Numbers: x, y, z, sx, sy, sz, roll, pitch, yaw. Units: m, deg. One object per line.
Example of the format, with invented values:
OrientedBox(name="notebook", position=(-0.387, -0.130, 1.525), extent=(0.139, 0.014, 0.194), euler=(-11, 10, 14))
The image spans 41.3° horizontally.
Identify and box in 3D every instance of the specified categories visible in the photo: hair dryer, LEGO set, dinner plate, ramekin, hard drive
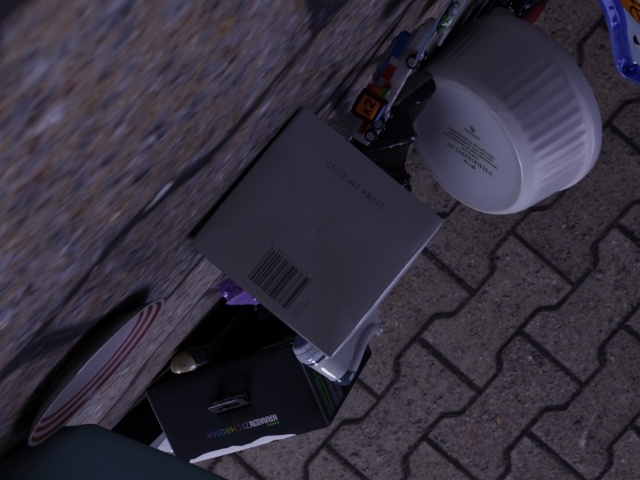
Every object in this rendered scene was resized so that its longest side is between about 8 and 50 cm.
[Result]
OrientedBox(name="hair dryer", position=(0.295, -0.310, 1.266), extent=(0.293, 0.080, 0.224), euler=(-51, 160, 22))
OrientedBox(name="LEGO set", position=(0.080, -0.181, 0.707), extent=(0.244, 0.060, 0.182), euler=(-58, 176, -17))
OrientedBox(name="dinner plate", position=(-0.168, 0.093, 0.629), extent=(0.141, 0.017, 0.141), euler=(-48, 178, -2))
OrientedBox(name="ramekin", position=(0.234, -0.158, 1.155), extent=(0.127, 0.273, 0.273), euler=(-36, 173, -23))
OrientedBox(name="hard drive", position=(-0.334, 0.363, 1.264), extent=(0.237, 0.064, 0.339), euler=(-51, 176, 26))

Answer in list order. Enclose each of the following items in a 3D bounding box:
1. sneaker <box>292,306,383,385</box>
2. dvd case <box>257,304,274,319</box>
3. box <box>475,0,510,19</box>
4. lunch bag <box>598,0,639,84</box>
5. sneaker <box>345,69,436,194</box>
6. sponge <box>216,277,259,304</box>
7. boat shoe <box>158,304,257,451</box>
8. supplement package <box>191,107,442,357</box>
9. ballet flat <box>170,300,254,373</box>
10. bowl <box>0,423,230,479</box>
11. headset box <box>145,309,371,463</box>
OrientedBox(name="sneaker", position=(0.043, 0.096, 1.165), extent=(0.094, 0.091, 0.258), euler=(-29, -161, 41))
OrientedBox(name="dvd case", position=(-0.020, 0.071, 1.348), extent=(0.165, 0.018, 0.221), euler=(-16, -171, -1))
OrientedBox(name="box", position=(0.264, -0.345, 1.353), extent=(0.094, 0.027, 0.137), euler=(-49, 177, 18))
OrientedBox(name="lunch bag", position=(0.345, -0.297, 0.568), extent=(0.328, 0.239, 0.385), euler=(-49, 138, -3))
OrientedBox(name="sneaker", position=(0.080, -0.086, 0.970), extent=(0.227, 0.130, 0.087), euler=(-50, 180, -17))
OrientedBox(name="sponge", position=(-0.027, 0.037, 1.056), extent=(0.117, 0.031, 0.210), euler=(-37, 162, 20))
OrientedBox(name="boat shoe", position=(-0.190, 0.237, 1.492), extent=(0.301, 0.108, 0.102), euler=(-56, 176, 2))
OrientedBox(name="supplement package", position=(0.000, 0.000, 0.733), extent=(0.134, 0.139, 0.244), euler=(-50, 177, -1))
OrientedBox(name="ballet flat", position=(-0.154, 0.126, 1.184), extent=(0.057, 0.049, 0.173), euler=(4, -148, 32))
OrientedBox(name="bowl", position=(-0.224, 0.273, 0.693), extent=(0.311, 0.163, 0.311), euler=(-49, 177, -4))
OrientedBox(name="headset box", position=(-0.085, 0.197, 1.259), extent=(0.246, 0.131, 0.283), euler=(-19, -171, 21))
